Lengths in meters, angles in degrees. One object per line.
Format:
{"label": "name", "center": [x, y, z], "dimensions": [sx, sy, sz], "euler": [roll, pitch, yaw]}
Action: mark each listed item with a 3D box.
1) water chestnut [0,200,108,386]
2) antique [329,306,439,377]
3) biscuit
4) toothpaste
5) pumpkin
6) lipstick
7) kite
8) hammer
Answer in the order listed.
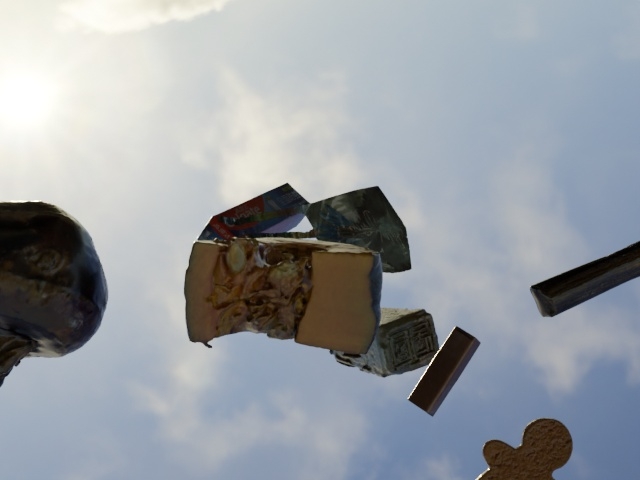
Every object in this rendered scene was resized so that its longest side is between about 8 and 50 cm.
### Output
{"label": "water chestnut", "center": [-0.368, 0.063, 1.302], "dimensions": [0.224, 0.223, 0.238], "euler": [-4, -124, 35]}
{"label": "antique", "center": [0.119, 0.221, 2.424], "dimensions": [0.150, 0.125, 0.284], "euler": [-17, -170, -33]}
{"label": "biscuit", "center": [0.336, 0.408, 1.831], "dimensions": [0.250, 0.165, 0.036], "euler": [-54, 179, 1]}
{"label": "toothpaste", "center": [-0.121, -0.037, 2.087], "dimensions": [0.066, 0.076, 0.320], "euler": [-52, 171, 25]}
{"label": "pumpkin", "center": [-0.031, 0.069, 1.331], "dimensions": [0.190, 0.139, 0.280], "euler": [10, -174, 19]}
{"label": "lipstick", "center": [0.202, 0.213, 1.750], "dimensions": [0.045, 0.045, 0.145], "euler": [32, -94, 25]}
{"label": "kite", "center": [0.000, -0.001, 1.696], "dimensions": [0.310, 0.169, 0.015], "euler": [-11, 151, -24]}
{"label": "hammer", "center": [0.549, 0.046, 1.911], "dimensions": [0.409, 0.242, 0.095], "euler": [-21, -165, -24]}
